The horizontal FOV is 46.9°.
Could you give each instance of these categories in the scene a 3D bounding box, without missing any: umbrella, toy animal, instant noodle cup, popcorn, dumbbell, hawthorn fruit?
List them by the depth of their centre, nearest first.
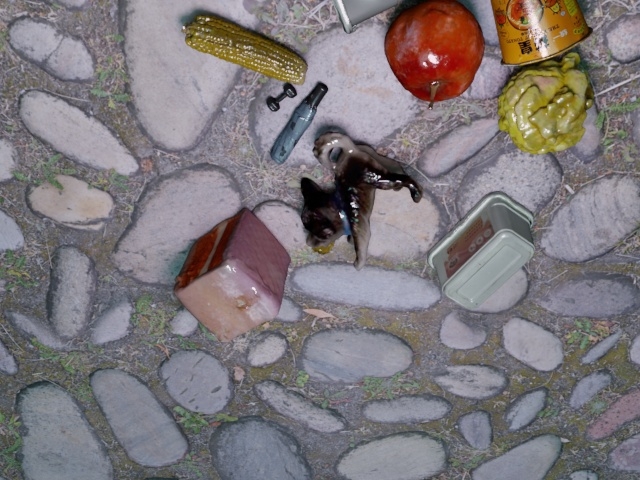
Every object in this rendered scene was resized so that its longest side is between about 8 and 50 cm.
[{"bbox_3d":[0.492,-0.518,1.687,0.216,0.215,0.172,-20,112,14],"label":"instant noodle cup"},{"bbox_3d":[0.266,-0.413,1.710,0.242,0.271,0.242,3,149,2],"label":"hawthorn fruit"},{"bbox_3d":[0.560,-0.324,1.810,0.259,0.212,0.259,2,131,3],"label":"popcorn"},{"bbox_3d":[-0.099,-0.366,1.896,0.083,0.040,0.036,-35,86,22],"label":"dumbbell"},{"bbox_3d":[-0.057,-0.303,1.927,0.052,0.053,0.250,28,121,-15],"label":"umbrella"},{"bbox_3d":[0.056,-0.118,1.974,0.303,0.194,0.344,27,117,-21],"label":"toy animal"}]

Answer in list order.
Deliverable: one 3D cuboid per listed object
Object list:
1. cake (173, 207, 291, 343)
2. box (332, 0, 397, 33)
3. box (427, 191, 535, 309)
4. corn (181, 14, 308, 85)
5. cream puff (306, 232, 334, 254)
[{"bbox_3d":[-0.237,0.096,2.056,0.237,0.308,0.230,-27,114,23],"label":"cake"},{"bbox_3d":[0.074,-0.609,1.664,0.135,0.163,0.243,-22,120,5],"label":"box"},{"bbox_3d":[0.458,0.041,2.068,0.175,0.182,0.312,31,119,-18],"label":"box"},{"bbox_3d":[-0.180,-0.464,1.799,0.320,0.097,0.097,20,122,-13],"label":"corn"},{"bbox_3d":[0.000,0.000,2.128,0.083,0.058,0.083,7,126,-12],"label":"cream puff"}]
